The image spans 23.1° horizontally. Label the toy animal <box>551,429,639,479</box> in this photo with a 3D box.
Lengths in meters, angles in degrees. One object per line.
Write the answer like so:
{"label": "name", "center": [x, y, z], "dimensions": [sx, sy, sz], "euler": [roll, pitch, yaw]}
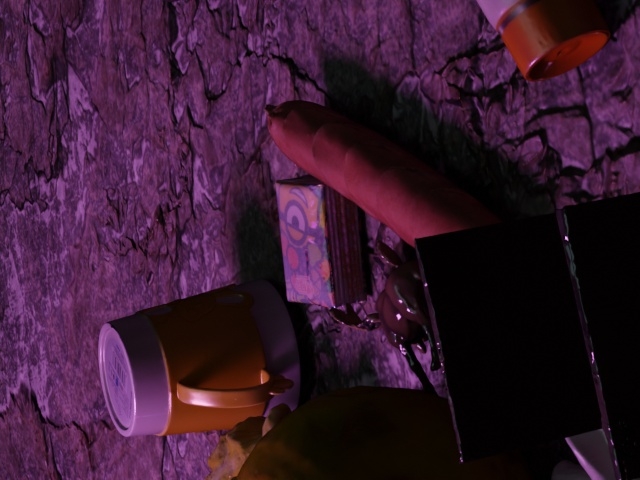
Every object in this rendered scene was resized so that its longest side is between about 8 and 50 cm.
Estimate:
{"label": "toy animal", "center": [0.275, 0.312, 1.366], "dimensions": [0.208, 0.154, 0.325], "euler": [86, 178, -55]}

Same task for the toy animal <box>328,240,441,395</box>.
{"label": "toy animal", "center": [0.090, 0.074, 1.638], "dimensions": [0.186, 0.093, 0.214], "euler": [51, 161, 21]}

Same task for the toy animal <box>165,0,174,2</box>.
{"label": "toy animal", "center": [-0.171, -0.397, 1.954], "dimensions": [0.146, 0.114, 0.245], "euler": [-37, 46, 50]}

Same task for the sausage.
{"label": "sausage", "center": [0.069, -0.061, 1.650], "dimensions": [0.433, 0.088, 0.088], "euler": [38, 130, 46]}

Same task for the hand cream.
{"label": "hand cream", "center": [0.158, -0.296, 1.417], "dimensions": [0.314, 0.139, 0.089], "euler": [61, 166, 17]}

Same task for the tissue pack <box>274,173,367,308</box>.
{"label": "tissue pack", "center": [0.000, 0.000, 1.815], "dimensions": [0.108, 0.060, 0.148], "euler": [8, 106, 60]}

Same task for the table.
{"label": "table", "center": [0.255, 0.045, 1.140], "dimensions": [0.250, 0.282, 0.196], "euler": [168, 90, -70]}

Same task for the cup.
{"label": "cup", "center": [-0.140, 0.159, 1.939], "dimensions": [0.241, 0.226, 0.185], "euler": [-154, 59, -63]}

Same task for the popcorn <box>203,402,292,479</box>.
{"label": "popcorn", "center": [-0.036, 0.322, 1.843], "dimensions": [0.256, 0.195, 0.255], "euler": [52, 138, 38]}

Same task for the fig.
{"label": "fig", "center": [0.057, 0.315, 1.565], "dimensions": [0.343, 0.343, 0.343], "euler": [26, 121, 54]}
